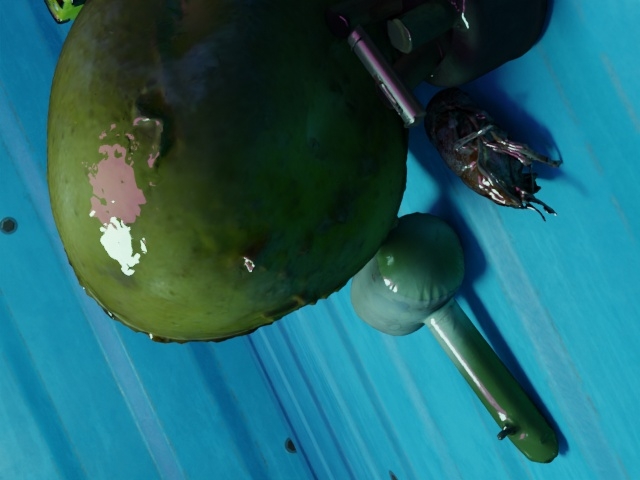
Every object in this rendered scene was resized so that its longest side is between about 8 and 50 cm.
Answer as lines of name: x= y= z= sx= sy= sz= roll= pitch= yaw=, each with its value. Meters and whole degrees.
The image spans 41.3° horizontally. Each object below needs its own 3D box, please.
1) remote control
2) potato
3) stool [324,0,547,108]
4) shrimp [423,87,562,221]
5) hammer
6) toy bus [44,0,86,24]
remote control: x=0.051 y=-0.130 z=0.678 sx=0.091 sy=0.016 sz=0.034 roll=55 pitch=167 yaw=7
potato: x=-0.075 y=-0.136 z=0.850 sx=0.319 sy=0.385 sz=0.442 roll=117 pitch=163 yaw=-64
stool: x=0.086 y=-0.222 z=0.698 sx=0.153 sy=0.139 sz=0.228 roll=35 pitch=149 yaw=54
shrimp: x=0.161 y=-0.080 z=0.803 sx=0.073 sy=0.075 sz=0.190 roll=-62 pitch=40 yaw=29
hammer: x=0.168 y=0.132 z=1.031 sx=0.335 sy=0.119 sz=0.206 roll=54 pitch=163 yaw=13
toy bus: x=-0.346 y=-0.476 z=1.435 sx=0.128 sy=0.262 sz=0.150 roll=65 pitch=161 yaw=-3
